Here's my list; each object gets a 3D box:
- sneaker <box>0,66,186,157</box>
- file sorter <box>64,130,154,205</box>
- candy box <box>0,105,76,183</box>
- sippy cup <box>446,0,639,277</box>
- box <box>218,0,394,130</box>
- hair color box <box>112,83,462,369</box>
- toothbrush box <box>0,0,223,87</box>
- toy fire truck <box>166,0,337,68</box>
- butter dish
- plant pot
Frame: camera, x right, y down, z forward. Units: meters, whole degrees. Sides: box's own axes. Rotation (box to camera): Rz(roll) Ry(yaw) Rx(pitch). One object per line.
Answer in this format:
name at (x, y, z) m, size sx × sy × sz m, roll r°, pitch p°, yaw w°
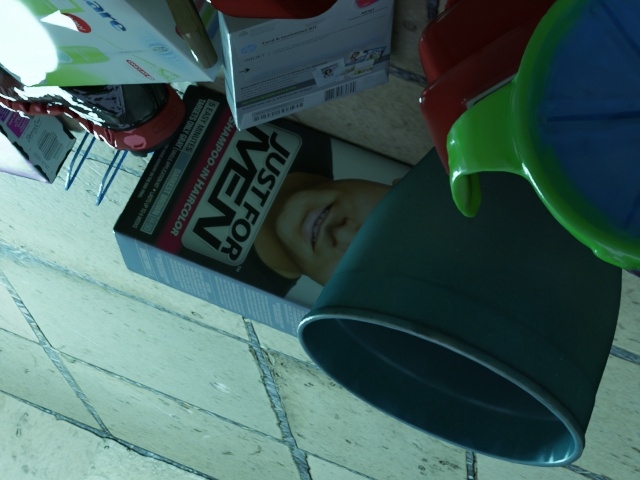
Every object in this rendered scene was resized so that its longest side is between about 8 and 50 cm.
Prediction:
sneaker at (-0.263, -0.181, 1.857) m, size 0.276 × 0.097 × 0.135 m, roll 21°, pitch 149°, yaw 33°
file sorter at (-0.187, -0.076, 2.017) m, size 0.170 × 0.104 × 0.118 m, roll 27°, pitch 160°, yaw -3°
candy box at (-0.409, -0.165, 2.108) m, size 0.159 × 0.071 × 0.233 m, roll 14°, pitch 158°, yaw 31°
sippy cup at (0.266, -0.068, 1.339) m, size 0.305 × 0.240 × 0.224 m, roll 29°, pitch 174°, yaw 17°
box at (-0.011, -0.167, 1.539) m, size 0.145 × 0.038 × 0.186 m, roll -19°, pitch 161°, yaw -7°
hair color box at (0.000, 0.000, 1.861) m, size 0.375 × 0.185 × 0.113 m, roll 21°, pitch 160°, yaw 11°
toothbrush box at (-0.224, -0.242, 1.615) m, size 0.283 × 0.122 × 0.206 m, roll 3°, pitch 151°, yaw 45°
toy fire truck at (-0.063, -0.215, 1.293) m, size 0.158 × 0.246 × 0.217 m, roll 8°, pitch 154°, yaw 41°
butter dish at (0.137, -0.149, 1.425) m, size 0.118 × 0.160 × 0.160 m, roll 60°, pitch 180°, yaw 28°
plant pot at (0.155, 0.029, 1.642) m, size 0.272 × 0.255 × 0.271 m, roll 23°, pitch 160°, yaw 9°
